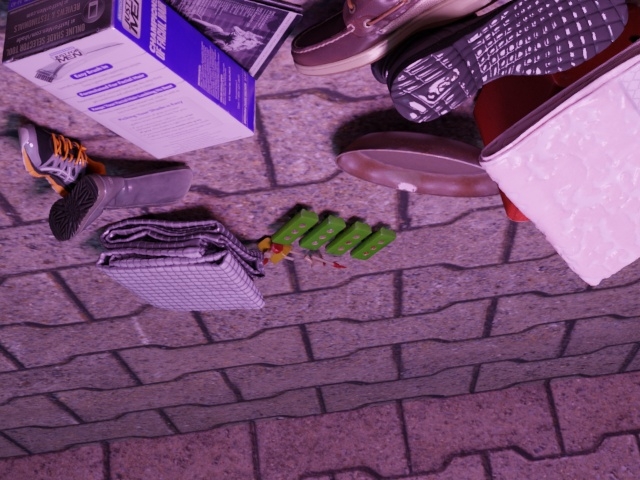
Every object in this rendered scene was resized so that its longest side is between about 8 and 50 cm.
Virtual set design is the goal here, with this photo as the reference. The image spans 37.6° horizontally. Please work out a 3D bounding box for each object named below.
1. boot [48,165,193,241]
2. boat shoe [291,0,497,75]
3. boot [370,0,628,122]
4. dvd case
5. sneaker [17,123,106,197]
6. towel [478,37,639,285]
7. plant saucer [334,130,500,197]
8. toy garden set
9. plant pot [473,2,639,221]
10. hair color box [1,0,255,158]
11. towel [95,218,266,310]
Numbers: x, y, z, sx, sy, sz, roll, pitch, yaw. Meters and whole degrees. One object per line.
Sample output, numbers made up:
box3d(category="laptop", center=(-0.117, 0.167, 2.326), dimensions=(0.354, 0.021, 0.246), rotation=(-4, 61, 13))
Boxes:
box3d(category="boot", center=(-0.350, -0.070, 1.652), dimensions=(0.189, 0.076, 0.208), rotation=(-31, 173, 38))
box3d(category="boat shoe", center=(0.090, -0.337, 1.288), dimensions=(0.342, 0.123, 0.123), rotation=(-17, 128, 31))
box3d(category="boot", center=(0.233, -0.293, 1.312), dimensions=(0.338, 0.223, 0.118), rotation=(-19, 115, 5))
box3d(category="dvd case", center=(-0.159, -0.307, 1.361), dimensions=(0.221, 0.018, 0.164), rotation=(9, 149, -27))
box3d(category="sneaker", center=(-0.430, -0.140, 1.556), dimensions=(0.083, 0.084, 0.215), rotation=(-14, 162, 8))
box3d(category="towel", center=(0.443, -0.107, 1.364), dimensions=(0.317, 0.053, 0.332), rotation=(-35, 124, 19))
box3d(category="plant saucer", center=(0.182, -0.134, 1.649), dimensions=(0.310, 0.050, 0.310), rotation=(11, 172, 2))
box3d(category="toy garden set", center=(0.000, 0.000, 1.972), dimensions=(0.244, 0.049, 0.204), rotation=(12, 145, -35))
box3d(category="plant pot", center=(0.408, -0.214, 1.455), dimensions=(0.267, 0.267, 0.236), rotation=(-5, 140, -5))
box3d(category="hair color box", center=(-0.256, -0.239, 1.327), dimensions=(0.185, 0.110, 0.339), rotation=(-11, 159, 25))
box3d(category="towel", center=(-0.267, 0.044, 1.877), dimensions=(0.284, 0.121, 0.235), rotation=(-3, 154, 20))
